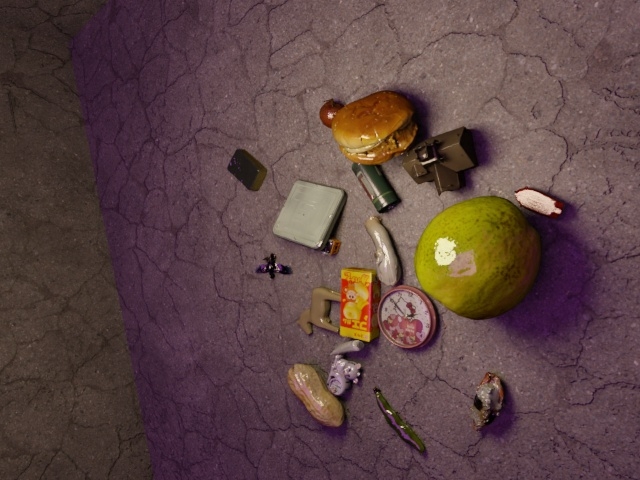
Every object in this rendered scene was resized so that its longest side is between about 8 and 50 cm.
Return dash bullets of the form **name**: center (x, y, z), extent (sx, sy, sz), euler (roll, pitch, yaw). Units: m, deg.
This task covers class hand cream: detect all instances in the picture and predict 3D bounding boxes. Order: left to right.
- **hand cream**: center (0.107, 0.429, 1.923), extent (0.042, 0.067, 0.194), euler (46, 146, -9)

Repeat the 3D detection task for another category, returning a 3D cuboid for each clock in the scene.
- **clock**: center (0.100, 0.562, 1.963), extent (0.117, 0.080, 0.176), euler (24, 106, 32)
- **clock**: center (0.320, 0.287, 1.791), extent (0.245, 0.056, 0.244), euler (4, 96, 39)

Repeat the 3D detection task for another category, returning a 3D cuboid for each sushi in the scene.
- **sushi**: center (0.559, 0.555, 1.609), extent (0.097, 0.103, 0.225), euler (23, 115, 35)

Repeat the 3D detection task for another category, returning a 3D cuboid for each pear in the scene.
- **pear**: center (0.482, 0.044, 1.464), extent (0.391, 0.391, 0.390), euler (4, 96, 36)

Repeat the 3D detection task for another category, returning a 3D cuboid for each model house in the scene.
- **model house**: center (0.386, -0.255, 1.578), extent (0.212, 0.243, 0.204), euler (-18, 83, 36)

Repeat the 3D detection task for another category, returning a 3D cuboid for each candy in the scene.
- **candy**: center (0.157, 0.248, 1.890), extent (0.146, 0.088, 0.275), euler (3, 95, 35)

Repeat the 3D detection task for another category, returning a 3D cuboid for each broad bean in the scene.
- **broad bean**: center (0.291, 0.700, 1.856), extent (0.297, 0.043, 0.060), euler (48, 109, 25)

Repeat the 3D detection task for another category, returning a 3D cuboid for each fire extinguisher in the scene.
- **fire extinguisher**: center (0.185, -0.242, 1.825), extent (0.093, 0.118, 0.294), euler (-29, 74, -1)

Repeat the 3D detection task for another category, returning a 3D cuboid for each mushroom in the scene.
- **mushroom**: center (0.237, 0.037, 1.815), extent (0.099, 0.096, 0.277), euler (-14, 81, -8)

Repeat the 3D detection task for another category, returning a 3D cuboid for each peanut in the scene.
- **peanut**: center (-0.017, 0.654, 2.019), extent (0.313, 0.149, 0.149), euler (45, 118, 23)

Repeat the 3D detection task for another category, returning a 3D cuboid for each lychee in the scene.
- **lychee**: center (0.049, -0.503, 1.889), extent (0.101, 0.114, 0.140), euler (31, 143, -5)

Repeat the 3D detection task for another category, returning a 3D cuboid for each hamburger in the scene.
- **hamburger**: center (0.188, -0.411, 1.702), extent (0.290, 0.170, 0.314), euler (-30, 38, -4)

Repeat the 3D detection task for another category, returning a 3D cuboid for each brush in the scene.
- **brush**: center (-0.343, -0.329, 2.230), extent (0.197, 0.059, 0.123), euler (43, 115, 26)

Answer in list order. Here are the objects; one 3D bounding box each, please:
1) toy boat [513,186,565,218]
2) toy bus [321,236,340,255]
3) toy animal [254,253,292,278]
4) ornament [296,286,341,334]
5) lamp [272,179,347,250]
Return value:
- **toy boat**: center (0.675, -0.120, 1.492), extent (0.173, 0.059, 0.069), euler (32, 111, 38)
- **toy bus**: center (0.000, 0.000, 1.993), extent (0.162, 0.074, 0.069), euler (27, 111, 31)
- **toy animal**: center (-0.222, 0.119, 2.188), extent (0.220, 0.062, 0.107), euler (-4, 110, 36)
- **ornament**: center (-0.002, 0.307, 2.030), extent (0.245, 0.061, 0.230), euler (14, 105, 39)
- **lamp**: center (-0.050, -0.110, 1.977), extent (0.267, 0.047, 0.268), euler (17, 78, 36)
